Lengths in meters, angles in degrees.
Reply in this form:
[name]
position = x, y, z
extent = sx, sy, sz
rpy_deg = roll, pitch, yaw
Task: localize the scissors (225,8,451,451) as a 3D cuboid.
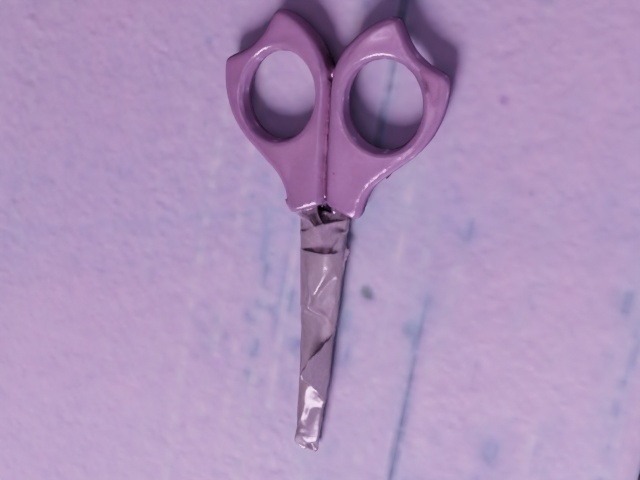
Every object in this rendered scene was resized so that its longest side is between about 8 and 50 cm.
[scissors]
position = 0.000, 0.000, 0.587
extent = 0.110, 0.021, 0.212
rpy_deg = 10, 102, 23
